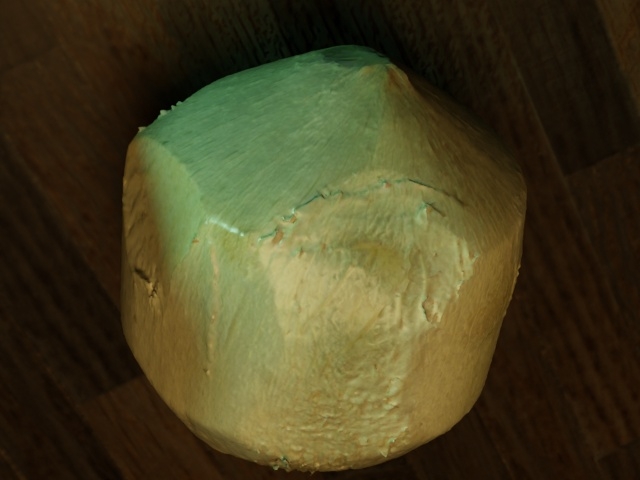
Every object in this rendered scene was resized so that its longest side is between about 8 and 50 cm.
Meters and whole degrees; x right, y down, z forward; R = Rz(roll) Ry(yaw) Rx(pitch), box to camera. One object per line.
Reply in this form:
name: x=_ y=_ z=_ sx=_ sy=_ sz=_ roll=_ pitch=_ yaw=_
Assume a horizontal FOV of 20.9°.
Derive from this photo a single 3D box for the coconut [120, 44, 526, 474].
coconut: x=0.000 y=0.000 z=1.040 sx=0.245 sy=0.245 sz=0.247 roll=-1 pitch=121 yaw=-11
